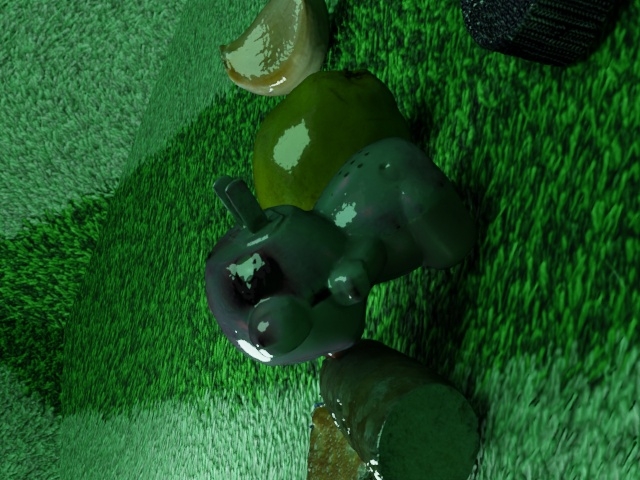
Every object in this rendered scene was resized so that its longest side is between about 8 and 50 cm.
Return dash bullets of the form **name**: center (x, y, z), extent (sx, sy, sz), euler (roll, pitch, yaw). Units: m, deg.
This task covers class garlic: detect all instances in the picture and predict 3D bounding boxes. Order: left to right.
- **garlic**: center (-0.064, -0.344, 1.975), extent (0.245, 0.164, 0.145), euler (-51, 14, 38)

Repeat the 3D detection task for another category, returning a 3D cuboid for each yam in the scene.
- **yam**: center (0.075, 0.185, 1.311), extent (0.330, 0.133, 0.133), euler (-149, 74, -74)

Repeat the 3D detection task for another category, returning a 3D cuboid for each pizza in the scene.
- **pizza**: center (0.022, 0.303, 1.462), extent (0.185, 0.052, 0.195), euler (32, 102, 61)

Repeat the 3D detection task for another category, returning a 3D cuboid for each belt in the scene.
- **belt**: center (0.238, -0.345, 1.242), extent (0.260, 0.122, 0.325), euler (137, 141, -63)

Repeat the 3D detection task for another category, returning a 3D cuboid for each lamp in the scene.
- **lamp**: center (0.000, 0.000, 1.329), extent (0.301, 0.247, 0.247), euler (-36, 21, -10)

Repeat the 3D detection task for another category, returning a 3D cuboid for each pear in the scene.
- **pear**: center (0.011, -0.100, 1.548), extent (0.212, 0.212, 0.269), euler (-118, 41, -62)

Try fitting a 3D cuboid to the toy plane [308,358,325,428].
- **toy plane**: center (0.028, 0.189, 1.534), extent (0.062, 0.054, 0.167), euler (59, 136, 28)
